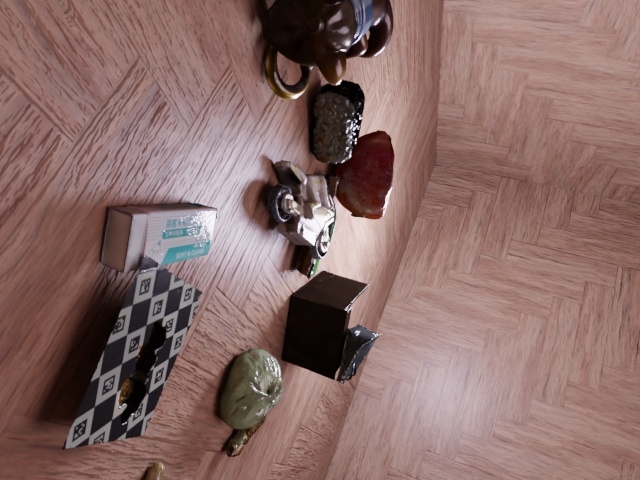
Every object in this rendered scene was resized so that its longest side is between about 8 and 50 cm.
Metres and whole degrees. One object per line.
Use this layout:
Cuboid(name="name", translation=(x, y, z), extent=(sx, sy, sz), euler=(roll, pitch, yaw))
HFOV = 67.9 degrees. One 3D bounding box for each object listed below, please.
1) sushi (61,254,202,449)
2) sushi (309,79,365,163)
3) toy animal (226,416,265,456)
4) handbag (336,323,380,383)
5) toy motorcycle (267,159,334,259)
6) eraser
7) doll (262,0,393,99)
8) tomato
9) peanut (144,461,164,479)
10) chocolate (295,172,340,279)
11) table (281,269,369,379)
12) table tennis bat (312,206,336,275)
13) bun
Cuboid(name="sushi", translation=(-0.316, 0.186, 0.805), extent=(0.264, 0.050, 0.290), euler=(69, 39, -71))
Cuboid(name="sushi", translation=(0.045, -0.322, 1.313), extent=(0.126, 0.136, 0.225), euler=(-56, 161, -36))
Cuboid(name="toy animal", translation=(-0.206, 0.533, 1.401), extent=(0.241, 0.057, 0.099), euler=(-38, 146, -63))
Cuboid(name="handbag", translation=(0.114, 0.369, 1.548), extent=(0.175, 0.088, 0.270), euler=(-68, 164, 0))
Cuboid(name="toy motorcycle", translation=(-0.039, -0.095, 1.277), extent=(0.341, 0.108, 0.223), euler=(43, 56, -58))
Cuboid(name="eraser", translation=(-0.262, -0.012, 0.806), extent=(0.225, 0.052, 0.095), euler=(-16, 122, -69))
Cuboid(name="doll", translation=(0.021, -0.479, 1.009), extent=(0.340, 0.209, 0.318), euler=(-54, 154, -40))
Cuboid(name="tomato", translation=(0.124, -0.219, 1.568), extent=(0.309, 0.170, 0.309), euler=(-178, -90, -76))
Cuboid(name="peanut", translation=(-0.352, 0.502, 0.983), extent=(0.083, 0.037, 0.037), euler=(-56, 154, -34))
Cuboid(name="chocolate", translation=(-0.017, -0.048, 1.449), extent=(0.102, 0.065, 0.329), euler=(-153, -102, -73))
Cuboid(name="table", translation=(0.027, 0.277, 1.633), extent=(0.282, 0.196, 0.250), euler=(-30, 132, -65))
Cuboid(name="table tennis bat", translation=(0.000, 0.000, 1.515), extent=(0.160, 0.039, 0.257), euler=(-106, -149, -62))
Cuboid(name="bun", translation=(-0.173, 0.400, 1.270), extent=(0.204, 0.126, 0.212), euler=(7, 99, -69))
